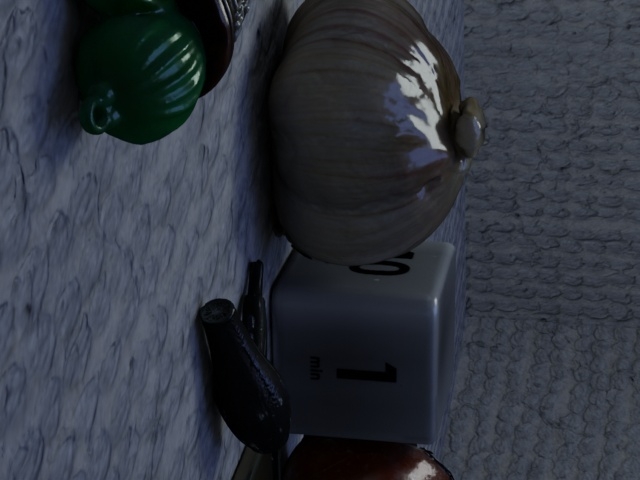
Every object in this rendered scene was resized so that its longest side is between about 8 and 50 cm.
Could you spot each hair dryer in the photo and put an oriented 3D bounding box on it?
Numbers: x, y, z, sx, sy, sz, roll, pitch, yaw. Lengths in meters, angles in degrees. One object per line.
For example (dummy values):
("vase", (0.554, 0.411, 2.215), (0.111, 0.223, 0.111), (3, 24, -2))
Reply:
("hair dryer", (-0.075, 0.084, 1.650), (0.219, 0.075, 0.195), (-90, 167, -49))

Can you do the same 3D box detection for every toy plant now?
("toy plant", (-0.121, -0.150, 1.163), (0.200, 0.105, 0.143), (-53, 139, -51))

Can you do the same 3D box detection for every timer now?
("timer", (0.055, 0.114, 1.942), (0.192, 0.195, 0.194), (-63, 153, -65))

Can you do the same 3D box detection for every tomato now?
("tomato", (0.042, 0.333, 1.935), (0.155, 0.214, 0.180), (-54, 134, -48))

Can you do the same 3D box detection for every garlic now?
("garlic", (0.049, -0.133, 1.811), (0.322, 0.241, 0.322), (-179, -90, -79))

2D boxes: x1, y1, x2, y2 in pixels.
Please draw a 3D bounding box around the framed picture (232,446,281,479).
("framed picture", (-0.073, 0.374, 1.812), (0.232, 0.024, 0.315), (-66, 158, -62))
